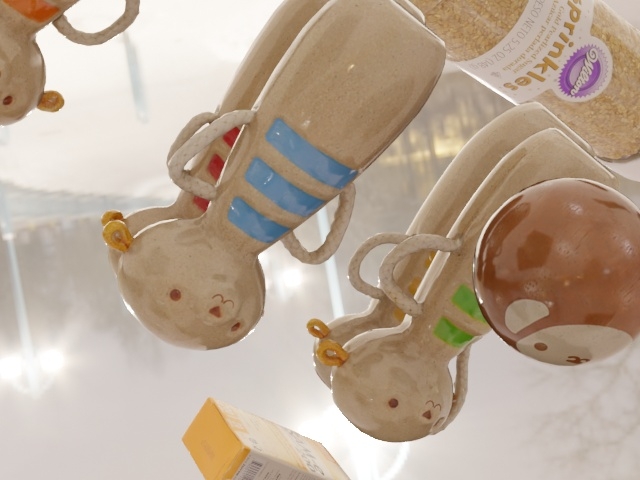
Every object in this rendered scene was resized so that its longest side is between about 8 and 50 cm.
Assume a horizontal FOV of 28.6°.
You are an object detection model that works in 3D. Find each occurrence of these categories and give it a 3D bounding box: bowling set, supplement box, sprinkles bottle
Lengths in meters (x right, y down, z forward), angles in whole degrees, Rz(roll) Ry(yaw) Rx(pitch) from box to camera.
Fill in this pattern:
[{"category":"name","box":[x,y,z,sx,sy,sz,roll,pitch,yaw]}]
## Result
[{"category":"bowling set","box":[0.000,0.000,0.413,0.287,0.154,0.200,31,-165,-32]},{"category":"supplement box","box":[-0.031,0.141,0.787,0.098,0.036,0.062,28,-171,-35]},{"category":"sprinkles bottle","box":[0.196,-0.170,1.090,0.355,0.121,0.121,25,160,-35]}]

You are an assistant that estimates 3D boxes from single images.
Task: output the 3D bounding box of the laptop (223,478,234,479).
[{"category":"laptop","box":[0.097,0.376,0.602,0.407,0.236,0.382,22,-154,-22]}]
